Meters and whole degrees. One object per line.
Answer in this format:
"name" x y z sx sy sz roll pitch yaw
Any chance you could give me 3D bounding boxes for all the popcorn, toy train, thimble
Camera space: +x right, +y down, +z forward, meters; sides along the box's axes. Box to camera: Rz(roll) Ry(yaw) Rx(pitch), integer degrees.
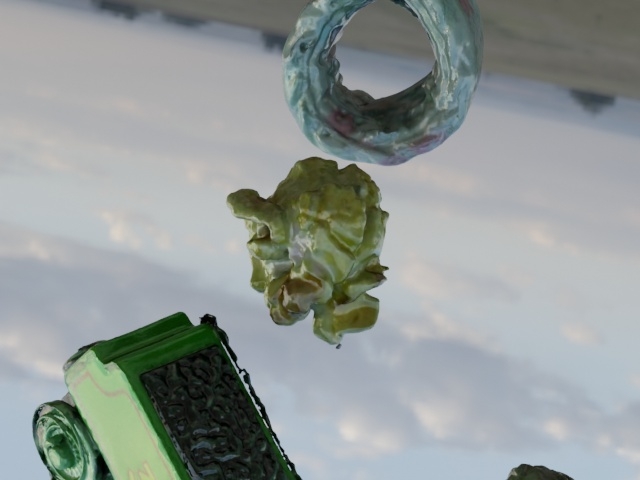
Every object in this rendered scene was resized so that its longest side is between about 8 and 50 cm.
"popcorn" 0.000 0.000 1.386 0.162 0.141 0.135 39 -168 11
"toy train" -0.128 0.181 1.347 0.132 0.243 0.188 -21 166 -41
"thimble" 0.063 -0.185 1.555 0.185 0.211 0.149 8 -160 5

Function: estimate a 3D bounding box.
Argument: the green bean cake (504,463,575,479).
"green bean cake" 0.272 0.333 1.607 0.227 0.125 0.222 41 179 32
